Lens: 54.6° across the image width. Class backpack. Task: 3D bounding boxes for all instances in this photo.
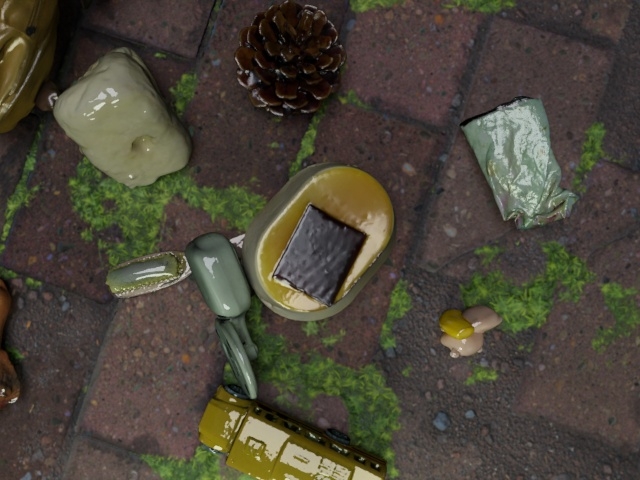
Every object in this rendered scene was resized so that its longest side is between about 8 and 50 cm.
[{"bbox_3d":[-0.609,-0.379,1.102,0.354,0.201,0.378,32,94,18],"label":"backpack"}]

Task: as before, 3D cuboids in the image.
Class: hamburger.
[{"bbox_3d":[0.000,0.000,1.091,0.227,0.151,0.295,43,82,-3],"label":"hamburger"}]

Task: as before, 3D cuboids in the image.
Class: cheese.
[{"bbox_3d":[-0.362,-0.241,1.080,0.174,0.248,0.251,-27,80,1],"label":"cheese"}]

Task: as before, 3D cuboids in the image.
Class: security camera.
[{"bbox_3d":[-0.151,0.130,1.080,0.080,0.157,0.301,-21,101,-19],"label":"security camera"}]

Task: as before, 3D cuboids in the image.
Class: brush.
[{"bbox_3d":[-0.251,0.042,1.146,0.313,0.067,0.071,-15,86,1],"label":"brush"}]

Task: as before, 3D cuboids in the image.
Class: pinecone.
[{"bbox_3d":[-0.051,-0.321,1.085,0.208,0.208,0.207,0,88,4],"label":"pinecone"}]

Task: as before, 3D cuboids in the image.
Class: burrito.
[{"bbox_3d":[0.354,-0.133,1.103,0.144,0.089,0.228,-21,86,17],"label":"burrito"}]

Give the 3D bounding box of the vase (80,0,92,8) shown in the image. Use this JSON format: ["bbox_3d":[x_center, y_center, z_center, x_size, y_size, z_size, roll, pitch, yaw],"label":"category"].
[{"bbox_3d":[-0.369,-0.614,1.118,0.302,0.241,0.329,-31,55,9],"label":"vase"}]

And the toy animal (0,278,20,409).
[{"bbox_3d":[-0.634,0.178,1.159,0.158,0.097,0.312,3,85,-8],"label":"toy animal"}]

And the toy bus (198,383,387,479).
[{"bbox_3d":[-0.055,0.375,1.088,0.336,0.123,0.121,24,89,4],"label":"toy bus"}]

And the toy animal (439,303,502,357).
[{"bbox_3d":[0.261,0.163,1.107,0.114,0.091,0.081,-21,105,-27],"label":"toy animal"}]
